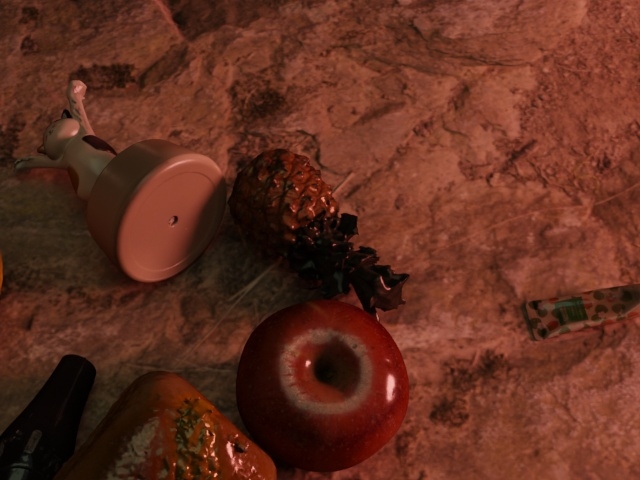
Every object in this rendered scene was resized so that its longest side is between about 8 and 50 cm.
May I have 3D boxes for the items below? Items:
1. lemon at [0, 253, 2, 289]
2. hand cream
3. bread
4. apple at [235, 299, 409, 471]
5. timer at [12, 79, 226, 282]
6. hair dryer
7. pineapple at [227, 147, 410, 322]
[{"bbox_3d":[-0.484,0.055,1.914,0.240,0.240,0.219,-10,86,-7],"label":"lemon"},{"bbox_3d":[0.335,0.083,2.009,0.165,0.037,0.057,-11,55,0],"label":"hand cream"},{"bbox_3d":[-0.175,0.279,1.732,0.195,0.176,0.246,41,81,-13],"label":"bread"},{"bbox_3d":[0.002,0.167,1.875,0.201,0.162,0.201,0,66,-1],"label":"apple"},{"bbox_3d":[-0.267,-0.084,2.065,0.175,0.175,0.266,-39,52,-24],"label":"timer"},{"bbox_3d":[-0.231,0.258,1.875,0.272,0.091,0.235,22,46,1],"label":"hair dryer"},{"bbox_3d":[0.001,-0.001,2.015,0.128,0.128,0.248,-35,66,-22],"label":"pineapple"}]
